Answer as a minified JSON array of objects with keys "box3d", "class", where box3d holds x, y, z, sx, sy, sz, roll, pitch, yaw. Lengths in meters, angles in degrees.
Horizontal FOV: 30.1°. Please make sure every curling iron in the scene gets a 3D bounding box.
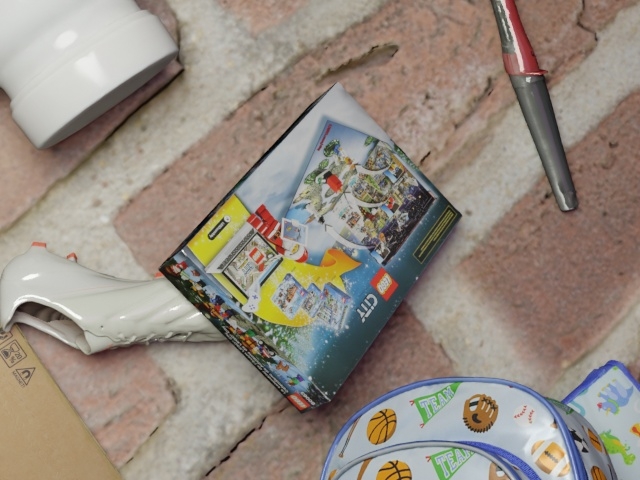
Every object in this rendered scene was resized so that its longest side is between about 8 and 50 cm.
[{"box3d":[0.197,-0.162,1.088,0.068,0.035,0.274,-12,87,-20],"class":"curling iron"}]

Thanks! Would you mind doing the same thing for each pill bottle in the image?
[{"box3d":[-0.237,-0.216,0.874,0.162,0.162,0.278,-37,97,-20],"class":"pill bottle"}]

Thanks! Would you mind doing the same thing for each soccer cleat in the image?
[{"box3d":[-0.149,0.059,0.915,0.196,0.068,0.076,12,51,-12],"class":"soccer cleat"}]

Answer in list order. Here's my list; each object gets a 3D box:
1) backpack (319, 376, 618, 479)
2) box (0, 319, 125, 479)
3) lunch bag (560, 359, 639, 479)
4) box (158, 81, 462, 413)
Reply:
[{"box3d":[0.107,0.236,0.894,0.213,0.276,0.264,42,42,-56],"class":"backpack"},{"box3d":[-0.261,0.162,0.890,0.164,0.021,0.201,-35,97,-18],"class":"box"},{"box3d":[0.243,0.198,1.027,0.128,0.096,0.151,-36,105,-20],"class":"lunch bag"},{"box3d":[0.000,0.000,0.953,0.159,0.044,0.233,47,51,-9],"class":"box"}]
